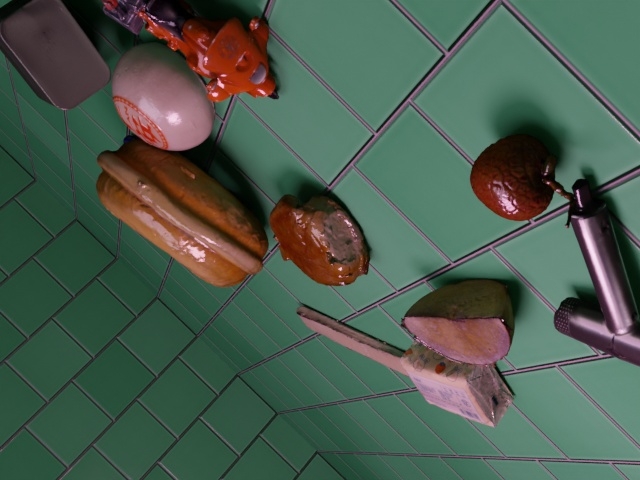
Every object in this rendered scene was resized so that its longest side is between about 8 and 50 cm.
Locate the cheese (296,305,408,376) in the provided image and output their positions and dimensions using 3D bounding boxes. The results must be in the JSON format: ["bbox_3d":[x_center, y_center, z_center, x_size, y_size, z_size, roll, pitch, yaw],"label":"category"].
[{"bbox_3d":[0.088,0.253,1.798,0.400,0.034,0.085,19,152,45],"label":"cheese"}]

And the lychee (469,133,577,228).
[{"bbox_3d":[0.251,-0.071,0.876,0.140,0.115,0.101,13,172,25],"label":"lychee"}]

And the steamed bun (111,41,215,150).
[{"bbox_3d":[-0.329,-0.274,1.430,0.231,0.145,0.232,36,155,19],"label":"steamed bun"}]

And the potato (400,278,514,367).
[{"bbox_3d":[0.269,0.143,1.227,0.138,0.098,0.243,49,151,-22],"label":"potato"}]

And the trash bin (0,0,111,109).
[{"bbox_3d":[-0.569,-0.407,1.495,0.223,0.158,0.343,57,166,-28],"label":"trash bin"}]

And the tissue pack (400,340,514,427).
[{"bbox_3d":[0.278,0.286,1.464,0.196,0.092,0.148,6,138,54],"label":"tissue pack"}]

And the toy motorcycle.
[{"bbox_3d":[-0.202,-0.331,1.131,0.325,0.148,0.221,35,-179,-3],"label":"toy motorcycle"}]

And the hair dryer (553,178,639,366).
[{"bbox_3d":[0.394,0.089,0.869,0.320,0.156,0.284,28,164,52],"label":"hair dryer"}]

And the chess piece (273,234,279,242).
[{"bbox_3d":[-0.027,0.033,1.581,0.172,0.060,0.060,45,157,-9],"label":"chess piece"}]

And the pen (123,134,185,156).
[{"bbox_3d":[-0.421,-0.236,1.795,0.269,0.033,0.033,17,146,46],"label":"pen"}]

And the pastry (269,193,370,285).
[{"bbox_3d":[0.000,0.000,1.419,0.229,0.100,0.218,44,154,12],"label":"pastry"}]

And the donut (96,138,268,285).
[{"bbox_3d":[-0.311,-0.062,1.614,0.448,0.198,0.449,36,175,4],"label":"donut"}]
